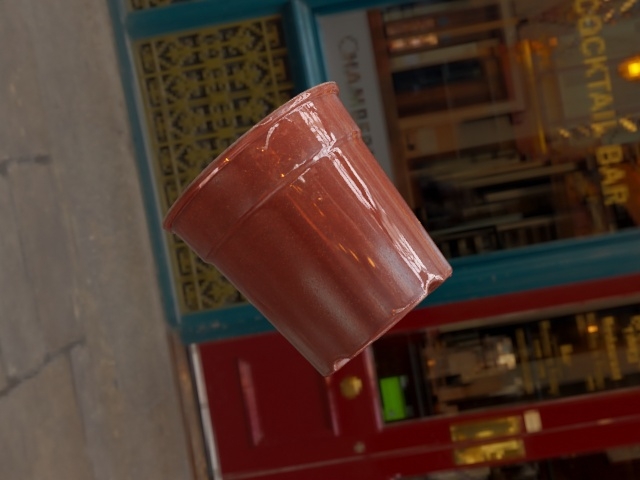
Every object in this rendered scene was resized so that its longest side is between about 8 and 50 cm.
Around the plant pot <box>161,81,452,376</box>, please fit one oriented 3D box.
[{"bbox_3d":[0.000,0.000,1.290,0.265,0.272,0.272,50,3,4],"label":"plant pot"}]
